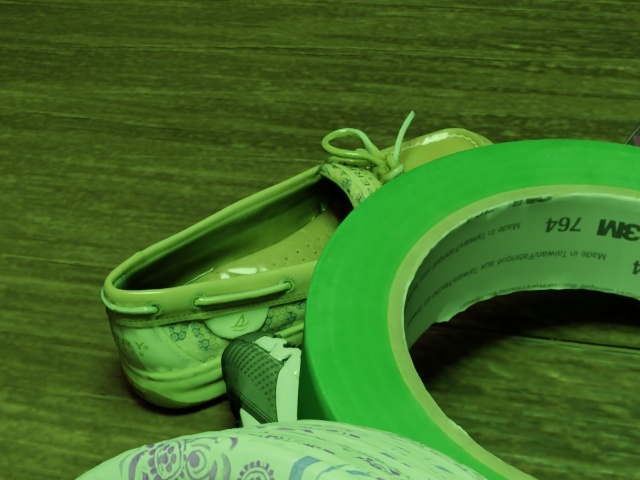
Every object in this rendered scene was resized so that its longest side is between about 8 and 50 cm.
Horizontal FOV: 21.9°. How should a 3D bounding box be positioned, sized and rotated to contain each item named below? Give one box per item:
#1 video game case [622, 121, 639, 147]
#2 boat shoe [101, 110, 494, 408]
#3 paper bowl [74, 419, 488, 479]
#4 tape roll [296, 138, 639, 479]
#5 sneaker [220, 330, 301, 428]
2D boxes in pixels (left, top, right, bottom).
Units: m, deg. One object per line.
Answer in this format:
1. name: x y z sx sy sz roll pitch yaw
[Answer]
1. video game case: 0.273 -0.136 1.006 0.042 0.232 0.210 40 60 7
2. boat shoe: 0.000 0.000 1.023 0.285 0.089 0.104 -32 44 -20
3. paper bowl: -0.002 0.217 0.686 0.284 0.284 0.148 16 7 29
4. tape roll: 0.149 0.074 0.856 0.321 0.077 0.321 3 41 -3
5. sneaker: -0.020 0.137 0.889 0.106 0.078 0.234 -23 45 -14
